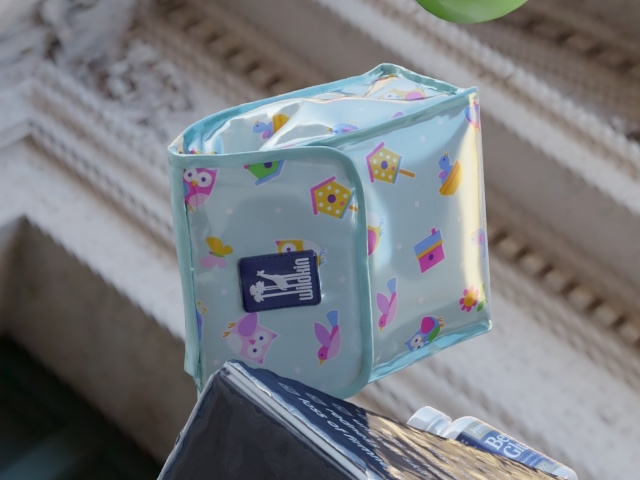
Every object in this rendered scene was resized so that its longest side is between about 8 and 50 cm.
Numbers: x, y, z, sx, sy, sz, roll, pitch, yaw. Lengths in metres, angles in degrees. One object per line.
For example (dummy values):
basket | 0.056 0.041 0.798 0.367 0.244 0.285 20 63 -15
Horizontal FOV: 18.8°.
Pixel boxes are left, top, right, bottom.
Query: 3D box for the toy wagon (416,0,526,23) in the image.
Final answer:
toy wagon | -0.064 -0.198 0.533 0.068 0.267 0.344 -47 -128 6

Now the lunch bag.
lunch bag | 0.000 0.000 1.513 0.160 0.262 0.223 20 -58 47

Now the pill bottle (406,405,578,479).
pill bottle | 0.160 0.231 1.906 0.169 0.094 0.094 27 -50 27

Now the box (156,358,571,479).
box | 0.157 0.355 1.329 0.480 0.471 0.297 33 -82 46
